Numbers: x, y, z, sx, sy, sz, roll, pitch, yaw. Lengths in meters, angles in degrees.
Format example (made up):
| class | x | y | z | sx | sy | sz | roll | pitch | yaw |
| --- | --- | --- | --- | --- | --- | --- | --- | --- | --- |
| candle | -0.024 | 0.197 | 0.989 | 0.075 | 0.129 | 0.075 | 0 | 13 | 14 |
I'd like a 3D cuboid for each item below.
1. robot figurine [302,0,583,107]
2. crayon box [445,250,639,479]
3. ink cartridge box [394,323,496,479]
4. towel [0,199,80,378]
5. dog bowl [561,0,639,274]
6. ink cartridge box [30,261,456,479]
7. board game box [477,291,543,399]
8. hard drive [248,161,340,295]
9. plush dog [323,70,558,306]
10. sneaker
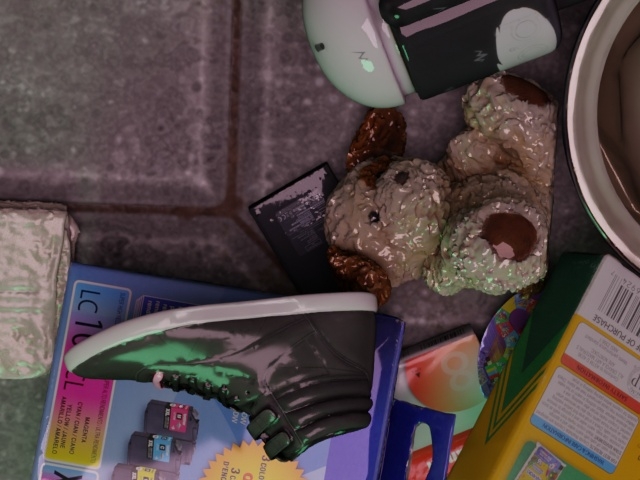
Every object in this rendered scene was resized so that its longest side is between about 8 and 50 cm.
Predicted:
| class | x | y | z | sx | sy | sz | roll | pitch | yaw |
| --- | --- | --- | --- | --- | --- | --- | --- | --- | --- |
| robot figurine | 0.120 | -0.233 | 1.696 | 0.278 | 0.173 | 0.209 | -20 | 145 | 6 |
| crayon box | 0.258 | 0.198 | 1.763 | 0.203 | 0.083 | 0.323 | 33 | 78 | -23 |
| ink cartridge box | 0.125 | 0.196 | 1.905 | 0.145 | 0.045 | 0.179 | -22 | 100 | 4 |
| towel | -0.391 | 0.045 | 1.849 | 0.282 | 0.049 | 0.187 | 5 | 102 | -2 |
| dog bowl | 0.429 | -0.140 | 1.783 | 0.408 | 0.150 | 0.408 | -1 | 102 | -2 |
| ink cartridge box | -0.070 | 0.185 | 1.794 | 0.395 | 0.151 | 0.270 | 9 | 87 | 0 |
| board game box | 0.248 | 0.125 | 1.876 | 0.169 | 0.033 | 0.133 | 23 | 92 | -20 |
| hard drive | 0.000 | 0.000 | 1.864 | 0.094 | 0.022 | 0.135 | -30 | 102 | 5 |
| plush dog | 0.115 | -0.023 | 1.790 | 0.225 | 0.262 | 0.210 | 4 | 143 | 8 |
| sneaker | -0.084 | 0.137 | 1.667 | 0.296 | 0.104 | 0.147 | -7 | 78 | -5 |
